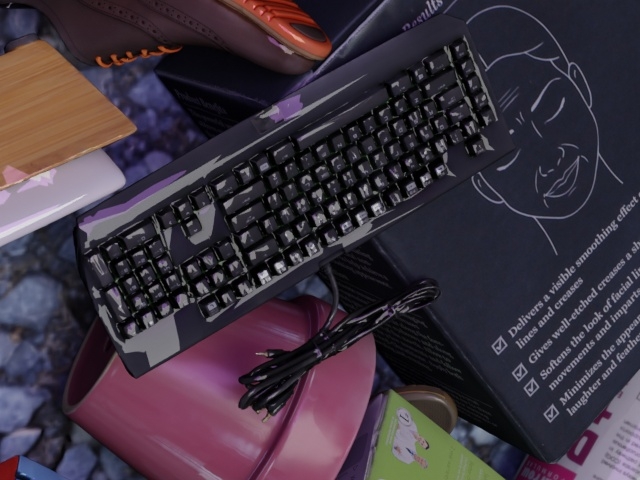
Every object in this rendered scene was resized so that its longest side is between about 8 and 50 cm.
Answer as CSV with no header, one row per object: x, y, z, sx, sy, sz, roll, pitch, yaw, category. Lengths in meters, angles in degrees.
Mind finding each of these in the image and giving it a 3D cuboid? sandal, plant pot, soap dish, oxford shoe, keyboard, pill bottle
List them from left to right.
-0.288,-0.027,1.126,0.291,0.229,0.118,-25,96,-23,soap dish
-0.114,-0.156,1.185,0.097,0.271,0.098,3,111,-61,oxford shoe
-0.086,0.112,1.297,0.180,0.201,0.201,28,87,-16,plant pot
0.000,0.000,1.158,0.317,0.033,0.201,-31,117,-17,keyboard
0.030,0.172,1.399,0.180,0.049,0.072,-20,130,12,sandal
0.263,0.213,1.529,0.160,0.160,0.283,33,84,-32,pill bottle

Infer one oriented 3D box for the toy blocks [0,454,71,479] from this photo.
-0.214,0.285,1.201,0.261,0.381,0.190,33,42,-30,toy blocks

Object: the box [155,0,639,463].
0.122,-0.077,1.350,0.293,0.212,0.395,-45,120,-13,box

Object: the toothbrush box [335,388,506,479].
0.081,0.280,1.367,0.283,0.206,0.122,39,38,-19,toothbrush box
